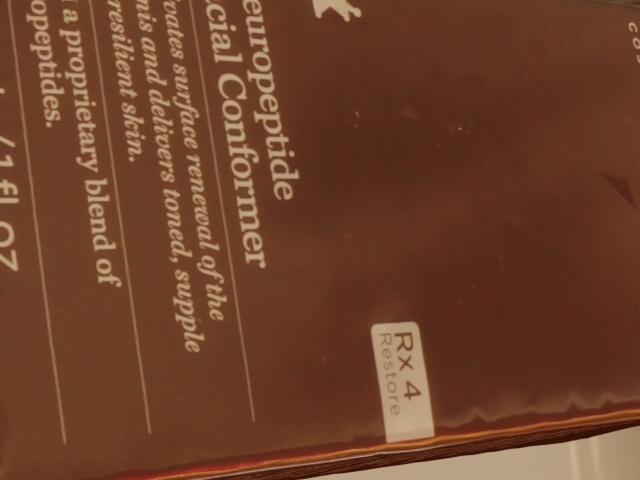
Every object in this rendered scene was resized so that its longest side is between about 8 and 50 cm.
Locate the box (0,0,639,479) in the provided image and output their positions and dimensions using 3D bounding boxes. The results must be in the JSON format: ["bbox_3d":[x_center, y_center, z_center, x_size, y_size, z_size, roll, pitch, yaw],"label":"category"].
[{"bbox_3d":[0.000,0.000,0.553,0.381,0.143,0.191,-1,76,-40],"label":"box"}]

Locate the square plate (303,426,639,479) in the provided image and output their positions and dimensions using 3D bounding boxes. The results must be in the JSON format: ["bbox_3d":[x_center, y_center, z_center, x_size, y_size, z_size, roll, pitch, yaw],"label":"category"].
[{"bbox_3d":[0.028,0.142,0.794,0.347,0.049,0.343,-7,91,12],"label":"square plate"}]
